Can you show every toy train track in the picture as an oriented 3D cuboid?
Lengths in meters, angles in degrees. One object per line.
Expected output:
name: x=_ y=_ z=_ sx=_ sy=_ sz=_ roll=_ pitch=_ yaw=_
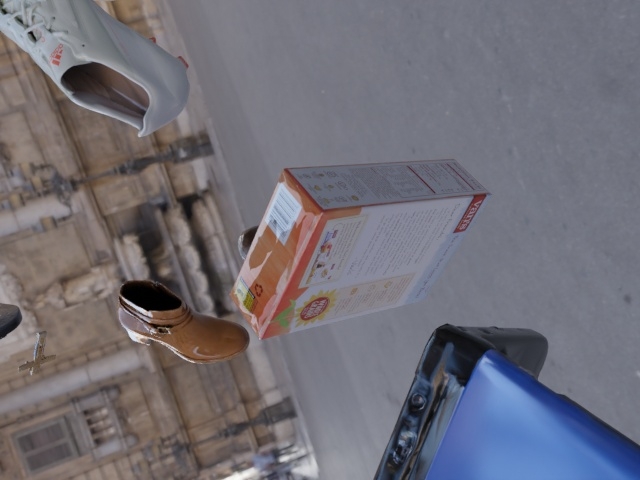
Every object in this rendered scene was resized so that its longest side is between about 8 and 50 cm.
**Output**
toy train track: x=-0.354 y=0.138 z=0.891 sx=0.014 sy=0.048 sz=0.083 roll=48 pitch=132 yaw=25

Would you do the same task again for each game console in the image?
game console: x=0.104 y=0.216 z=0.428 sx=0.173 sy=0.250 sz=0.293 roll=26 pitch=99 yaw=34

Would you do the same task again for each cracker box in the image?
cracker box: x=0.042 y=0.003 z=0.699 sx=0.067 sy=0.232 sz=0.155 roll=51 pitch=130 yaw=32

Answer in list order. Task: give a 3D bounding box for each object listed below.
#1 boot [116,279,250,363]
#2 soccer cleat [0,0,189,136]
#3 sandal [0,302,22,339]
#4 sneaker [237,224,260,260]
boot: x=-0.280 y=0.159 z=1.477 sx=0.220 sy=0.283 sz=0.109 roll=110 pitch=175 yaw=-60
soccer cleat: x=-0.186 y=-0.148 z=0.516 sx=0.068 sy=0.196 sz=0.076 roll=-52 pitch=9 yaw=42
sandal: x=-0.657 y=0.164 z=1.430 sx=0.254 sy=0.097 sz=0.054 roll=8 pitch=114 yaw=56
sneaker: x=0.000 y=0.000 z=0.840 sx=0.071 sy=0.188 sz=0.066 roll=118 pitch=154 yaw=-51
